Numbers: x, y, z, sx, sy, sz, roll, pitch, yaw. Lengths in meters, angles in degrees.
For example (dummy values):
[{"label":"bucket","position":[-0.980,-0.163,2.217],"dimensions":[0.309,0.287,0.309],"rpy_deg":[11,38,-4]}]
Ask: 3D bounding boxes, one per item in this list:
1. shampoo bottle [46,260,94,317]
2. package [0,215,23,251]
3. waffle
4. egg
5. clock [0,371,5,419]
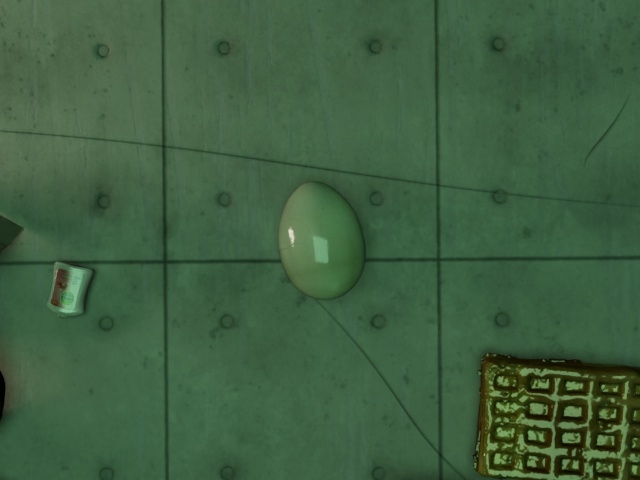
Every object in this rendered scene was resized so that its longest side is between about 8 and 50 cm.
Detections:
[{"label":"shampoo bottle","position":[-0.457,0.092,1.759],"dimensions":[0.072,0.043,0.099],"rpy_deg":[14,90,2]},{"label":"package","position":[-0.663,-0.015,1.676],"dimensions":[0.204,0.251,0.062],"rpy_deg":[33,114,0]},{"label":"waffle","position":[0.438,0.320,1.706],"dimensions":[0.327,0.098,0.224],"rpy_deg":[5,88,1]},{"label":"egg","position":[0.000,0.000,1.692],"dimensions":[0.151,0.151,0.209],"rpy_deg":[-12,84,2]},{"label":"clock","position":[-0.749,0.290,1.700],"dimensions":[0.379,0.120,0.276],"rpy_deg":[-27,120,0]}]
